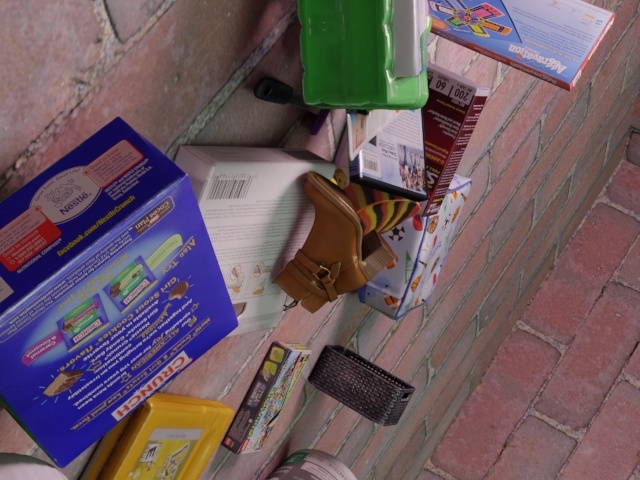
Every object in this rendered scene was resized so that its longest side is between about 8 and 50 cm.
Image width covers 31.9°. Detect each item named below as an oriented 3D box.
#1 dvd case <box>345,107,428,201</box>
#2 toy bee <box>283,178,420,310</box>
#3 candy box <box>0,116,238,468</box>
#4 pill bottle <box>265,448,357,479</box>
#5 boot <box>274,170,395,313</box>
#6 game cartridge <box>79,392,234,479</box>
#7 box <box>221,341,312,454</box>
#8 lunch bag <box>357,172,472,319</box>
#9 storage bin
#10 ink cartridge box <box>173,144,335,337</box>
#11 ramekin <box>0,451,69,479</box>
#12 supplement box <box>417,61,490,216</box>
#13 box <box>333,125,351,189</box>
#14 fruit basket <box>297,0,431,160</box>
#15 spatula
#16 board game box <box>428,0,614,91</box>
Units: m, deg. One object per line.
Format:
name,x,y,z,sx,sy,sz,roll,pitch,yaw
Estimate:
dvd case,0.093,-0.191,1.599,0.180,0.022,0.253,13,71,-53
toy bee,0.000,0.000,1.686,0.162,0.195,0.298,20,110,-45
candy box,-0.243,0.067,1.178,0.268,0.122,0.317,-39,151,-18
pill bottle,-0.082,0.582,2.163,0.361,0.204,0.204,-38,149,-47
boot,-0.005,0.009,1.552,0.152,0.073,0.197,-35,119,10
game cartridge,-0.264,0.364,1.677,0.285,0.052,0.323,-61,159,-1
box,-0.095,0.278,1.986,0.207,0.036,0.114,-63,159,5
lunch bag,0.185,0.003,2.193,0.243,0.115,0.303,-26,139,-61
storage bin,0.082,0.285,2.203,0.084,0.180,0.122,-63,159,3
ink cartridge box,-0.118,0.005,1.499,0.296,0.066,0.261,-5,120,-59
ramekin,-0.359,0.361,1.198,0.277,0.135,0.277,-17,126,-24
supplement box,0.180,-0.175,1.924,0.073,0.130,0.239,-15,129,-62
box,0.051,-0.092,1.817,0.063,0.067,0.324,-25,140,-58
fruit basket,0.085,-0.297,1.429,0.353,0.165,0.327,-36,126,-61
spatula,-0.030,-0.192,1.547,0.084,0.030,0.296,-63,160,10
board game box,0.304,-0.350,1.774,0.145,0.281,0.027,-56,157,-14
